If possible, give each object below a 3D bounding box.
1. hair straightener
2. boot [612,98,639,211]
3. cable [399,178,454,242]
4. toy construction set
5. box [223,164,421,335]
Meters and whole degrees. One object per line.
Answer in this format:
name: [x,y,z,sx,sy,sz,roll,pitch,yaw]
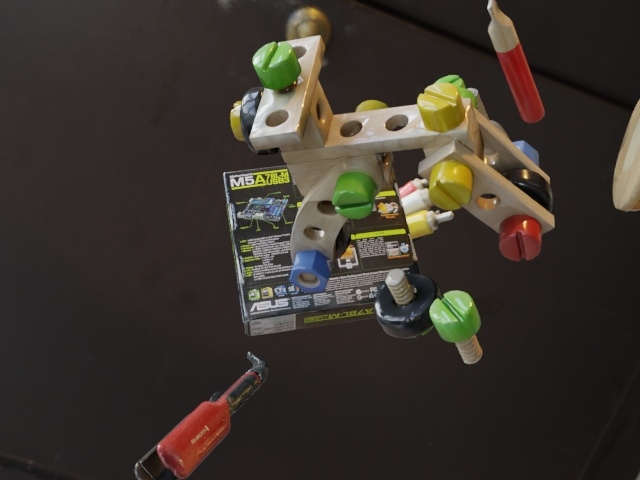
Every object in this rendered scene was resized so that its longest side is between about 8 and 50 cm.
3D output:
hair straightener: [-0.119,0.181,0.926,0.047,0.089,0.230,46,30,-4]
boot: [0.399,-0.107,0.812,0.211,0.295,0.104,29,-22,3]
cable: [0.057,-0.008,1.321,0.072,0.287,0.139,57,13,-34]
toy construction set: [0.071,-0.105,0.789,0.257,0.309,0.237,12,-36,43]
box: [0.000,0.000,0.979,0.190,0.045,0.184,-8,58,-7]
